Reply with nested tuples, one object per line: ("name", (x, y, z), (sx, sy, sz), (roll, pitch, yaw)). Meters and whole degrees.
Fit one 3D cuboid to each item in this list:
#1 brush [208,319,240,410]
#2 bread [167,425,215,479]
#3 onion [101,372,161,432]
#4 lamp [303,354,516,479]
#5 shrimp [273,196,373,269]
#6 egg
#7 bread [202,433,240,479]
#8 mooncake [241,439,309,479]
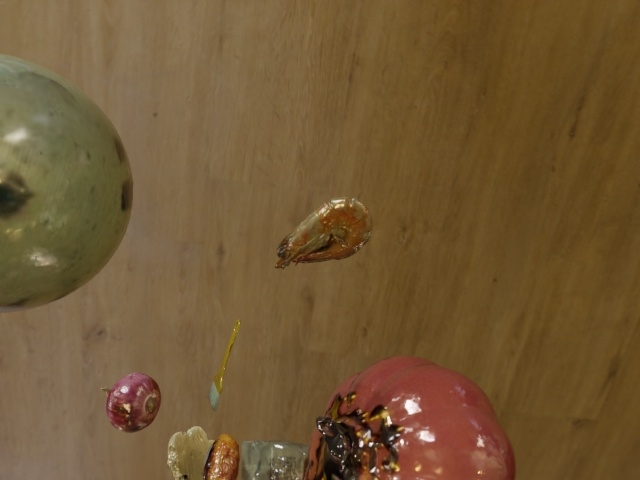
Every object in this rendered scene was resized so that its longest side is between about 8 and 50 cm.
("brush", (-0.215, 0.276, 1.391), (0.011, 0.083, 0.205), (17, 94, -19))
("bread", (-0.335, 0.645, 1.699), (0.038, 0.181, 0.251), (-23, 78, 29))
("onion", (-0.566, 0.491, 1.855), (0.153, 0.177, 0.177), (-20, 119, 39))
("lamp", (0.055, 0.175, 0.455), (0.140, 0.182, 0.182), (19, 115, -29))
("shrimp", (0.000, 0.001, 1.537), (0.294, 0.062, 0.154), (-30, 109, 23))
("egg", (-0.434, -0.073, 0.822), (0.344, 0.428, 0.345), (0, 89, -10))
("bread", (-0.264, 0.640, 1.601), (0.095, 0.269, 0.139), (4, 132, -4))
("mooncake", (-0.066, 0.362, 0.909), (0.073, 0.125, 0.130), (16, 156, -32))
